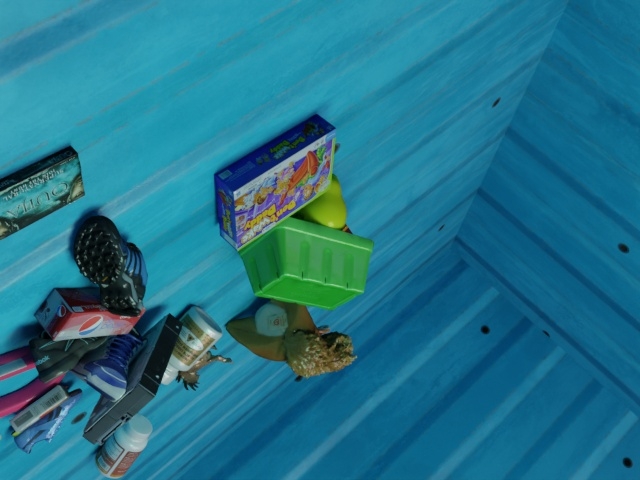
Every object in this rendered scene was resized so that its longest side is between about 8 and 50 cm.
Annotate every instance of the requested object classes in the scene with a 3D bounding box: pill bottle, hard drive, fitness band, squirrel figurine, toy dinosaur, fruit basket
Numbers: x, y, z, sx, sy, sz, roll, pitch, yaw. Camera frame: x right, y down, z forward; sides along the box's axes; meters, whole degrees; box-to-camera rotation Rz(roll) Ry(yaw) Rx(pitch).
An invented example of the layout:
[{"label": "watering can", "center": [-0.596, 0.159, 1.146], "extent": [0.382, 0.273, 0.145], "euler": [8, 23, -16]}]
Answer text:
[{"label": "pill bottle", "center": [-0.420, 0.322, 2.149], "extent": [0.229, 0.131, 0.131], "euler": [-46, 161, 0]}, {"label": "hard drive", "center": [-0.493, 0.360, 1.878], "extent": [0.237, 0.064, 0.339], "euler": [-42, -162, 19]}, {"label": "fitness band", "center": [-0.733, 0.339, 1.664], "extent": [0.291, 0.054, 0.209], "euler": [-16, 148, -54]}, {"label": "squirrel figurine", "center": [-0.073, 0.364, 2.556], "extent": [0.281, 0.397, 0.370], "euler": [-49, 153, -5]}, {"label": "toy dinosaur", "center": [-0.423, 0.398, 2.327], "extent": [0.200, 0.127, 0.296], "euler": [-37, 155, -5]}, {"label": "pill bottle", "center": [-0.669, 0.700, 2.414], "extent": [0.216, 0.121, 0.121], "euler": [-52, 160, 18]}, {"label": "fruit basket", "center": [-0.034, -0.011, 2.113], "extent": [0.392, 0.392, 0.283], "euler": [-25, 173, -45]}]

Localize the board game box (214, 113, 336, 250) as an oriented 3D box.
[{"label": "board game box", "center": [-0.114, -0.154, 1.861], "extent": [0.347, 0.078, 0.233], "euler": [-36, 152, -27]}]

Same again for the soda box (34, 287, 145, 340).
[{"label": "soda box", "center": [-0.537, 0.171, 1.672], "extent": [0.092, 0.083, 0.263], "euler": [-50, 160, 13]}]

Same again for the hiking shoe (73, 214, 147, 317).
[{"label": "hiking shoe", "center": [-0.461, 0.039, 1.571], "extent": [0.304, 0.113, 0.132], "euler": [89, 7, -48]}]

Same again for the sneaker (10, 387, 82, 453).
[{"label": "sneaker", "center": [-0.722, 0.486, 1.904], "extent": [0.209, 0.082, 0.069], "euler": [-38, -176, -20]}]

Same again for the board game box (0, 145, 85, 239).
[{"label": "board game box", "center": [-0.519, -0.083, 1.279], "extent": [0.186, 0.026, 0.126], "euler": [-35, 158, -29]}]

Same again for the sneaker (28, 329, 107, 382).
[{"label": "sneaker", "center": [-0.591, 0.235, 1.665], "extent": [0.101, 0.106, 0.267], "euler": [-30, -173, 11]}]

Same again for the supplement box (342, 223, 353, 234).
[{"label": "supplement box", "center": [0.000, 0.000, 2.373], "extent": [0.191, 0.129, 0.194], "euler": [-46, 161, -2]}]

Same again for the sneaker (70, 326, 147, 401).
[{"label": "sneaker", "center": [-0.531, 0.289, 1.796], "extent": [0.182, 0.127, 0.315], "euler": [-54, -164, -16]}]

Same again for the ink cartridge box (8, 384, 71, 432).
[{"label": "ink cartridge box", "center": [-0.714, 0.436, 1.825], "extent": [0.145, 0.045, 0.179], "euler": [-36, 174, -17]}]
